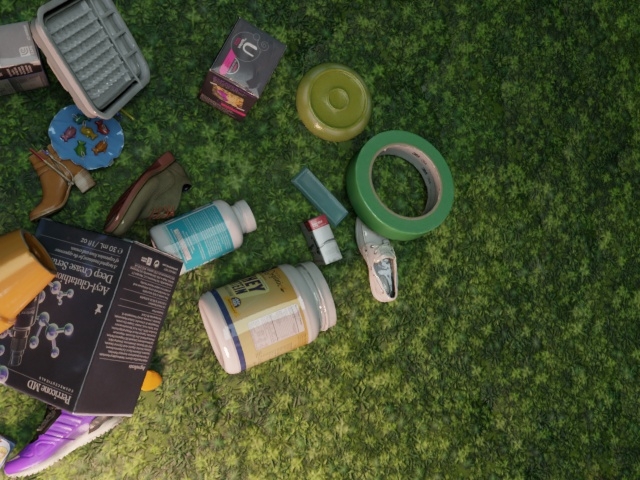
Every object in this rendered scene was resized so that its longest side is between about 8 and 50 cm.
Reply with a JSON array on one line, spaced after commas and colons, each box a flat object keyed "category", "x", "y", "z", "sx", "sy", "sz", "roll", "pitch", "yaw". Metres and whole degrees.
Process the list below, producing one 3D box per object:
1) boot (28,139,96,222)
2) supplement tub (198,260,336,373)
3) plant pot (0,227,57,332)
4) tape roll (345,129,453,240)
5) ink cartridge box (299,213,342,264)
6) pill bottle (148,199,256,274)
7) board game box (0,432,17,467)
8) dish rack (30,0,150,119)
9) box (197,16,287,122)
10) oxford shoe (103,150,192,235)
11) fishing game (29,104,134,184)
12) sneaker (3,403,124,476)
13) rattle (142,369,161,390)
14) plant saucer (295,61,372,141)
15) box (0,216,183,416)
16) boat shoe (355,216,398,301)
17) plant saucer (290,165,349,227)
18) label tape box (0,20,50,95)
[{"category": "boot", "x": -0.695, "y": -0.150, "z": 1.664, "sx": 0.197, "sy": 0.073, "sz": 0.152, "roll": -43, "pitch": 101, "yaw": -27}, {"category": "supplement tub", "x": -0.139, "y": 0.195, "z": 1.731, "sx": 0.316, "sy": 0.228, "sz": 0.228, "roll": -20, "pitch": 93, "yaw": -18}, {"category": "plant pot", "x": -0.692, "y": 0.077, "z": 1.420, "sx": 0.188, "sy": 0.205, "sz": 0.205, "roll": -34, "pitch": 97, "yaw": -7}, {"category": "tape roll", "x": 0.235, "y": -0.162, "z": 1.911, "sx": 0.322, "sy": 0.077, "sz": 0.321, "roll": 6, "pitch": 72, "yaw": -20}, {"category": "ink cartridge box", "x": 0.000, "y": 0.000, "z": 1.852, "sx": 0.056, "sy": 0.099, "sz": 0.135, "roll": -23, "pitch": 93, "yaw": -17}, {"category": "pill bottle", "x": -0.307, "y": -0.017, "z": 1.734, "sx": 0.264, "sy": 0.146, "sz": 0.146, "roll": -25, "pitch": 94, "yaw": -16}, {"category": "board game box", "x": -0.869, "y": 0.505, "z": 1.588, "sx": 0.201, "sy": 0.035, "sz": 0.136, "roll": 34, "pitch": 78, "yaw": -13}, {"category": "dish rack", "x": -0.565, "y": -0.463, "z": 1.603, "sx": 0.073, "sy": 0.332, "sz": 0.285, "roll": -15, "pitch": 120, "yaw": 19}, {"category": "box", "x": -0.214, "y": -0.441, "z": 1.722, "sx": 0.143, "sy": 0.270, "sz": 0.165, "roll": 29, "pitch": 79, "yaw": -14}, {"category": "oxford shoe", "x": -0.417, "y": -0.103, "z": 1.639, "sx": 0.130, "sy": 0.123, "sz": 0.348, "roll": 45, "pitch": 35, "yaw": -15}, {"category": "fishing game", "x": -0.601, "y": -0.271, "z": 1.685, "sx": 0.189, "sy": 0.041, "sz": 0.264, "roll": 42, "pitch": 60, "yaw": -9}, {"category": "sneaker", "x": -0.658, "y": 0.464, "z": 1.629, "sx": 0.293, "sy": 0.102, "sz": 0.146, "roll": -28, "pitch": 91, "yaw": -21}, {"category": "rattle", "x": -0.537, "y": 0.328, "z": 1.707, "sx": 0.200, "sy": 0.143, "sz": 0.130, "roll": 3, "pitch": 93, "yaw": 19}, {"category": "plant saucer", "x": 0.048, "y": -0.412, "z": 1.924, "sx": 0.241, "sy": 0.037, "sz": 0.240, "roll": 1, "pitch": 87, "yaw": -17}, {"category": "box", "x": -0.553, "y": 0.180, "z": 1.546, "sx": 0.294, "sy": 0.212, "sz": 0.395, "roll": 12, "pitch": 81, "yaw": 25}, {"category": "boat shoe", "x": 0.178, "y": 0.044, "z": 1.906, "sx": 0.098, "sy": 0.096, "sz": 0.276, "roll": -17, "pitch": 91, "yaw": -16}, {"category": "plant saucer", "x": 0.002, "y": -0.128, "z": 1.904, "sx": 0.192, "sy": 0.018, "sz": 0.067, "roll": 46, "pitch": 75, "yaw": -9}, {"category": "label tape box", "x": -0.836, "y": -0.407, "z": 1.546, "sx": 0.334, "sy": 0.241, "sz": 0.105, "roll": -17, "pitch": 94, "yaw": -17}]
